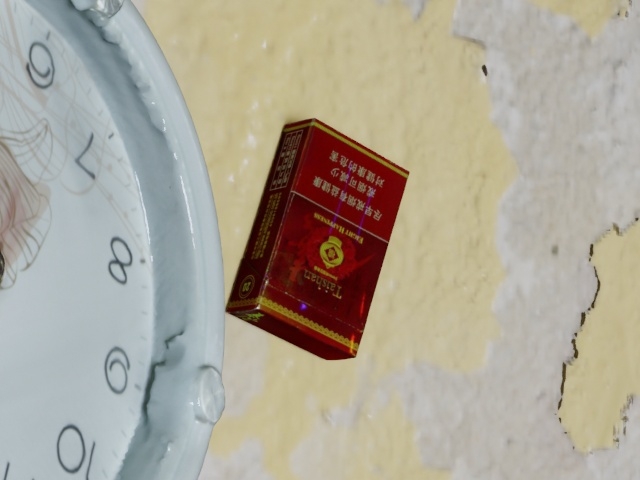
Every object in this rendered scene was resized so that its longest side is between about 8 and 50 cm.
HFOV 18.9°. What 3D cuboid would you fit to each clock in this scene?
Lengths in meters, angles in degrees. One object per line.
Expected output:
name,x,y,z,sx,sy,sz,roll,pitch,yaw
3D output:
clock,-0.108,0.007,0.627,0.236,0.053,0.236,21,66,-60

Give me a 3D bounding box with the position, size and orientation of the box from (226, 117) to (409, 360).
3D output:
box,0.000,0.000,0.752,0.051,0.023,0.082,27,70,-30
